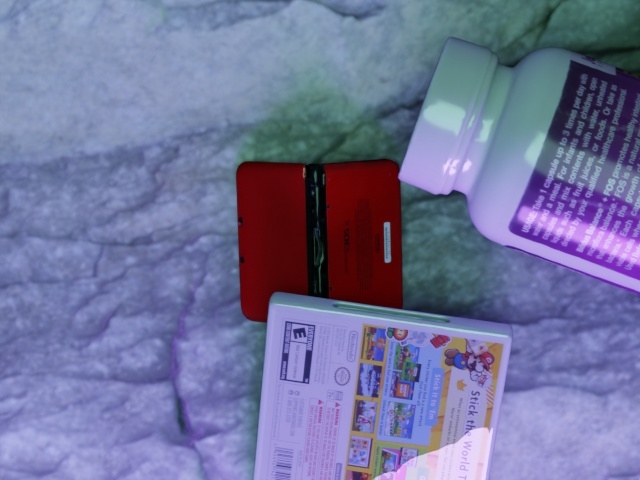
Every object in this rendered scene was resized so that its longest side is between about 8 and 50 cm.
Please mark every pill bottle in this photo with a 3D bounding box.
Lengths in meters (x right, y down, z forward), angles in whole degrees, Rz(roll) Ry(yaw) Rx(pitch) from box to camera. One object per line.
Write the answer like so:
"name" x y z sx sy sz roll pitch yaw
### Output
"pill bottle" 0.223 -0.058 1.280 0.301 0.169 0.169 20 100 1

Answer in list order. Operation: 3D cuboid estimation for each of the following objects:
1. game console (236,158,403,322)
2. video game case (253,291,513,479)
"game console" 0.000 0.000 1.390 0.124 0.085 0.144 -6 100 -25
"video game case" 0.049 0.161 1.374 0.206 0.026 0.227 8 115 4
